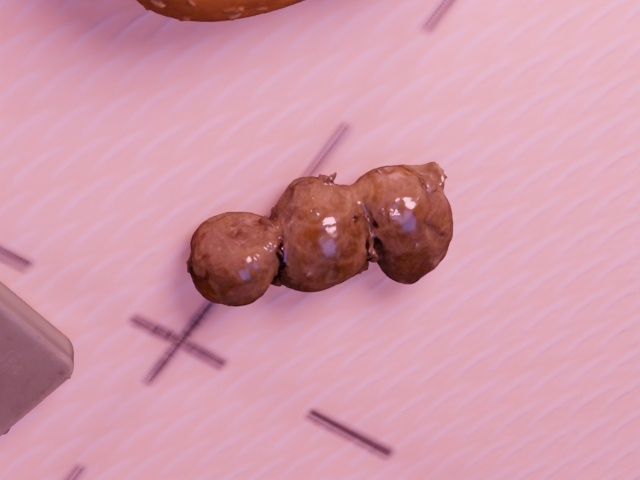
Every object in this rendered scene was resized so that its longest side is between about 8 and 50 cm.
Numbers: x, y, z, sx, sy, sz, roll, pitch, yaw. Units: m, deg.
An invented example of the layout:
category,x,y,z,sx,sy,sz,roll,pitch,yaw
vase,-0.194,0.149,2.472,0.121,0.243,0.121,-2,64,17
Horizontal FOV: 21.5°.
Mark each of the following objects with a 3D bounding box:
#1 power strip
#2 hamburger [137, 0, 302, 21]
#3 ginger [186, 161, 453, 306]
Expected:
category,x,y,z,sx,sy,sz,roll,pitch,yaw
power strip,-0.303,0.051,1.247,0.118,0.046,0.270,-41,118,10
hamburger,-0.020,-0.252,1.061,0.283,0.144,0.259,-18,141,-3
ginger,0.000,0.000,1.264,0.204,0.080,0.104,-9,124,-9
